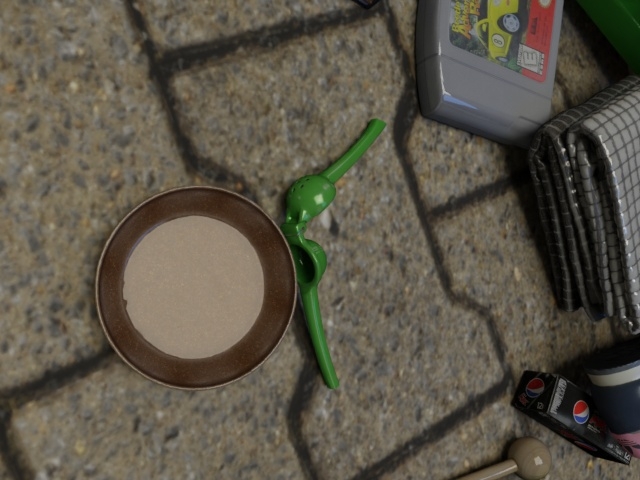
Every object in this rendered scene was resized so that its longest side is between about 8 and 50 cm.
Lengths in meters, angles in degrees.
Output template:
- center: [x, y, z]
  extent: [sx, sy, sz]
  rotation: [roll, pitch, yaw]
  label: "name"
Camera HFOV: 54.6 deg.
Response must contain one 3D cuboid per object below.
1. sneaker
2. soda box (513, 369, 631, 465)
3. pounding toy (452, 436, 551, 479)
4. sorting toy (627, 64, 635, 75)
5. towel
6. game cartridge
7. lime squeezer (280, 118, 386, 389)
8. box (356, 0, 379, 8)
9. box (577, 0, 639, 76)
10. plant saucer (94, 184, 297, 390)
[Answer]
- center: [0.487, 0.177, 0.802]
  extent: [0.319, 0.112, 0.131]
  rotation: [-14, 85, -16]
  label: "sneaker"
- center: [0.334, 0.231, 0.807]
  extent: [0.169, 0.060, 0.053]
  rotation: [34, 71, -21]
  label: "soda box"
- center: [0.247, 0.381, 0.750]
  extent: [0.183, 0.110, 0.237]
  rotation: [-21, 67, -14]
  label: "pounding toy"
- center: [0.589, -0.330, 0.932]
  extent: [0.307, 0.041, 0.229]
  rotation: [2, 82, -13]
  label: "sorting toy"
- center: [0.395, -0.054, 0.813]
  extent: [0.235, 0.121, 0.284]
  rotation: [-29, 109, -32]
  label: "towel"
- center: [0.216, -0.281, 0.786]
  extent: [0.196, 0.060, 0.294]
  rotation: [12, 82, -21]
  label: "game cartridge"
- center: [0.000, 0.000, 0.673]
  extent: [0.110, 0.059, 0.310]
  rotation: [23, 74, -55]
  label: "lime squeezer"
- center: [-0.008, -0.388, 0.686]
  extent: [0.233, 0.044, 0.159]
  rotation: [23, 77, -23]
  label: "box"
- center: [0.501, -0.342, 0.817]
  extent: [0.231, 0.127, 0.262]
  rotation: [-44, 96, -12]
  label: "box"
- center: [-0.120, 0.045, 0.611]
  extent: [0.198, 0.036, 0.199]
  rotation: [1, 87, -26]
  label: "plant saucer"
